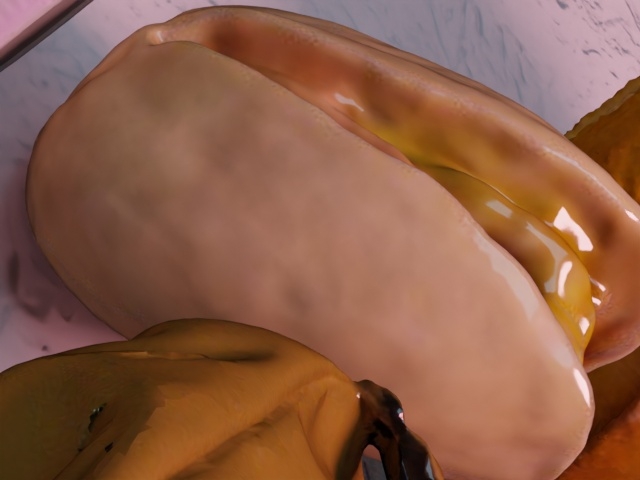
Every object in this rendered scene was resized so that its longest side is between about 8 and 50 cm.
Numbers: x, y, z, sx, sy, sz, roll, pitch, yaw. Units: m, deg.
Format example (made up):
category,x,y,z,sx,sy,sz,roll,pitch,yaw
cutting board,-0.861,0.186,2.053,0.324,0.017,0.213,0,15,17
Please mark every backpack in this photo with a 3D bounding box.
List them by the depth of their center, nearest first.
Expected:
category,x,y,z,sx,sy,sz,roll,pitch,yaw
backpack,-0.042,0.217,0.422,0.353,0.201,0.378,-2,73,-67

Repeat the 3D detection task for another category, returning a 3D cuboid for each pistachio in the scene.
category,x,y,z,sx,sy,sz,roll,pitch,yaw
pistachio,0.000,0.000,0.625,0.299,0.187,0.187,29,37,17

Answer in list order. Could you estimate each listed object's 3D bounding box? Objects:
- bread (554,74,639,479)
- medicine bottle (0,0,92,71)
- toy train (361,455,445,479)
category,x,y,z,sx,sy,sz,roll,pitch,yaw
bread,0.227,0.007,0.798,0.204,0.358,0.337,51,11,19
medicine bottle,-0.204,-0.201,0.592,0.273,0.165,0.165,52,40,-12
toy train,0.048,0.104,0.714,0.086,0.089,0.409,52,20,-70
